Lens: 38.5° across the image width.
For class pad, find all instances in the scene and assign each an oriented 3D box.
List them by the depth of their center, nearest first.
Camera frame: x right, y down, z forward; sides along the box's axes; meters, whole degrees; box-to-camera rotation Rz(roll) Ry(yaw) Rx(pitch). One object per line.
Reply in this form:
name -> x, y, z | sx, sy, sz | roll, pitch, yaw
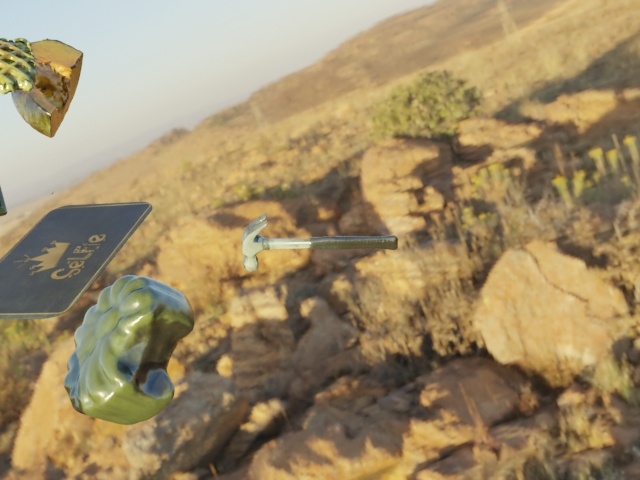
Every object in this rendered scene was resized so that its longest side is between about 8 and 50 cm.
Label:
pad -> -0.446, 0.004, 1.619 | 0.314, 0.063, 0.375 | -1, 33, 18

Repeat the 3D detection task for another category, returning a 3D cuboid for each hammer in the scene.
hammer -> 0.000, 0.000, 1.428 | 0.246, 0.103, 0.029 | -2, 44, -4

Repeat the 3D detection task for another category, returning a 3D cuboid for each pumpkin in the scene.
pumpkin -> -0.696, -0.360, 2.224 | 0.169, 0.148, 0.312 | 15, 36, -10

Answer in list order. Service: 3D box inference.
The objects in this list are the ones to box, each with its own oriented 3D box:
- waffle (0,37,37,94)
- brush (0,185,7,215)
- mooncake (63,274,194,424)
waffle -> -0.670, -0.349, 1.820 | 0.207, 0.054, 0.214 | -3, 42, -16
brush -> -0.725, -0.150, 1.961 | 0.054, 0.048, 0.282 | -20, 50, -12
mooncake -> -0.454, 0.254, 2.141 | 0.351, 0.187, 0.351 | -34, 44, 39
